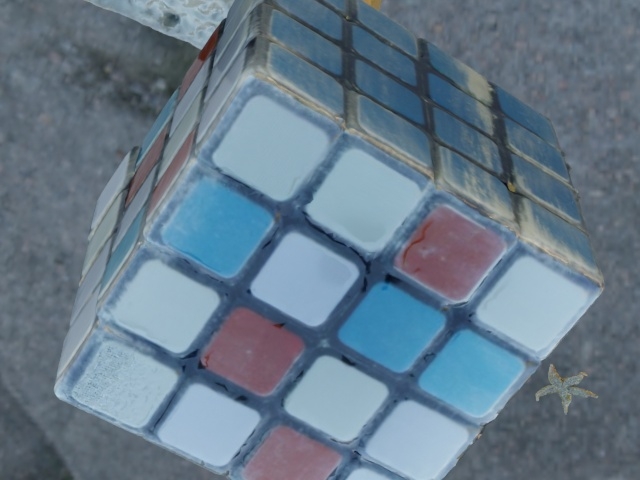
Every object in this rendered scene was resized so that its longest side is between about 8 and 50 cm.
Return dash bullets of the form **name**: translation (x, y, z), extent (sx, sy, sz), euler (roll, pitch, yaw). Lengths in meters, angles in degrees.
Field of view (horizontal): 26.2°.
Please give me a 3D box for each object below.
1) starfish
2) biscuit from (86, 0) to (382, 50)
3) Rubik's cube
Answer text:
- **starfish**: translation (0.307, 0.187, 1.756), extent (0.092, 0.016, 0.086), euler (-27, 120, 40)
- **biscuit**: translation (-0.108, -0.362, 1.283), extent (0.429, 0.446, 0.104), euler (28, 145, -4)
- **Rubik's cube**: translation (0.001, 0.000, 0.920), extent (0.256, 0.259, 0.253), euler (30, 114, -15)
